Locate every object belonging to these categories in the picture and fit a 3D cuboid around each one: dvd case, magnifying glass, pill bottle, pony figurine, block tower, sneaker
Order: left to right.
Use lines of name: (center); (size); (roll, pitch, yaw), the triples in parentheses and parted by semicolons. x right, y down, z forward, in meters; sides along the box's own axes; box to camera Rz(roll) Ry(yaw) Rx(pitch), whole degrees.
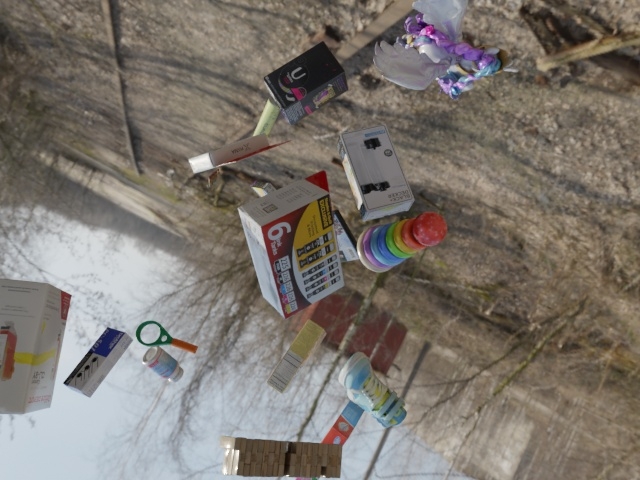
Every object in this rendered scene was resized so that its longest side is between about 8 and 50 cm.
pill bottle: (-0.612, 0.488, 2.090); (0.087, 0.087, 0.160); (18, 152, 52)
magnifying glass: (-0.542, 0.349, 1.883); (0.231, 0.092, 0.026); (16, 157, 11)
block tower: (-0.102, 0.575, 1.409); (0.336, 0.097, 0.091); (19, 154, -32)
dvd case: (0.000, 0.000, 1.728); (0.253, 0.022, 0.180); (-12, 117, 41)
sneaker: (0.179, 0.479, 1.689); (0.208, 0.127, 0.319); (33, 162, 29)
pony figurine: (0.317, -0.517, 1.441); (0.351, 0.302, 0.363); (24, -173, -12)

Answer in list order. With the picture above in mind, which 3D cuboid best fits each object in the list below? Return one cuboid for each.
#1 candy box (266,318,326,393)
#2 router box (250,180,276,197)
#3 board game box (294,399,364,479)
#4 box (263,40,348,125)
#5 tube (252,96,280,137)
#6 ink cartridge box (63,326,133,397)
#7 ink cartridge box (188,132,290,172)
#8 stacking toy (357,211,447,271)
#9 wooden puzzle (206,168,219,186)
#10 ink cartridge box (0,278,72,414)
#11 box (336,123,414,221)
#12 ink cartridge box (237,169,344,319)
candy box: (-0.097, 0.499, 2.288); (0.088, 0.316, 0.183); (31, 169, 12)
router box: (-0.225, -0.198, 2.471); (0.179, 0.046, 0.133); (48, 163, -32)
board game box: (0.026, 0.726, 1.868); (0.064, 0.316, 0.242); (35, -162, 12)
box: (-0.052, -0.591, 2.017); (0.165, 0.270, 0.143); (58, 179, 16)
tube: (-0.223, -0.492, 2.226); (0.070, 0.062, 0.240); (17, 139, -17)
ink cartridge box: (-0.672, 0.366, 1.622); (0.097, 0.207, 0.046); (7, 140, 34)
ink cartridge box: (-0.279, -0.315, 1.854); (0.239, 0.275, 0.060); (-6, 108, 44)
stacking toy: (0.230, -0.006, 1.485); (0.141, 0.141, 0.330); (29, 158, -13)
wooden puzzle: (-0.414, -0.239, 2.055); (0.006, 0.083, 0.049); (24, 138, 14)
ink cartridge box: (-0.920, 0.332, 1.658); (0.161, 0.384, 0.279); (7, 165, -9)
box: (0.177, -0.223, 1.746); (0.169, 0.289, 0.087); (-13, 163, -11)
ink cartridge box: (-0.042, 0.007, 1.427); (0.130, 0.272, 0.309); (37, 147, 46)
